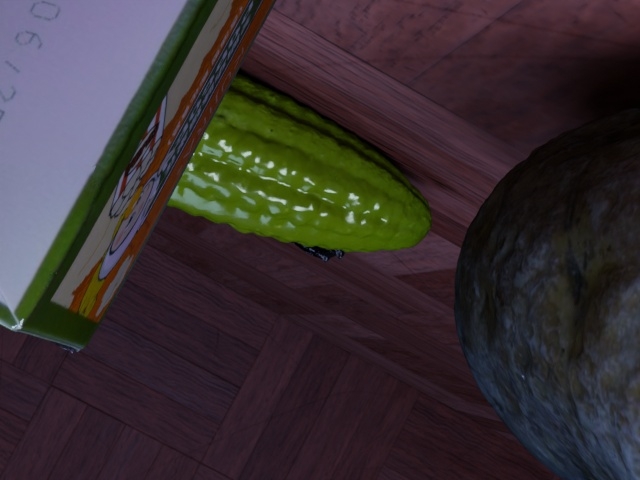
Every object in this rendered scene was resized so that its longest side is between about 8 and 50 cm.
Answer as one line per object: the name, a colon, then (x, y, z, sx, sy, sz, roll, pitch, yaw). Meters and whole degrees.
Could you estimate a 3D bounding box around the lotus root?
lotus root: (0.148, 0.035, 0.482, 0.175, 0.175, 0.349, 31, 172, -23)

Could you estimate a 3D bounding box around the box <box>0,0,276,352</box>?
box: (-0.114, -0.090, 0.429, 0.177, 0.195, 0.148, 27, 172, 0)

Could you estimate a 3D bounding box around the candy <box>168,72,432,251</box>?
candy: (-0.026, -0.044, 0.844, 0.209, 0.096, 0.097, 21, 174, -10)

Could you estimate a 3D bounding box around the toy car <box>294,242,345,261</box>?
toy car: (0.000, 0.000, 1.279, 0.041, 0.025, 0.093, 31, 169, -12)
